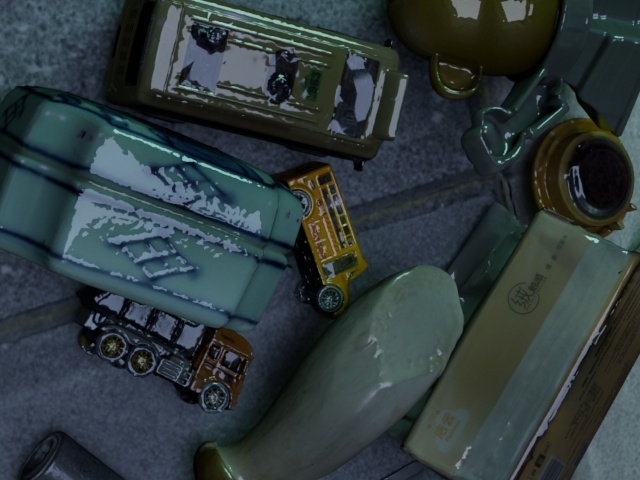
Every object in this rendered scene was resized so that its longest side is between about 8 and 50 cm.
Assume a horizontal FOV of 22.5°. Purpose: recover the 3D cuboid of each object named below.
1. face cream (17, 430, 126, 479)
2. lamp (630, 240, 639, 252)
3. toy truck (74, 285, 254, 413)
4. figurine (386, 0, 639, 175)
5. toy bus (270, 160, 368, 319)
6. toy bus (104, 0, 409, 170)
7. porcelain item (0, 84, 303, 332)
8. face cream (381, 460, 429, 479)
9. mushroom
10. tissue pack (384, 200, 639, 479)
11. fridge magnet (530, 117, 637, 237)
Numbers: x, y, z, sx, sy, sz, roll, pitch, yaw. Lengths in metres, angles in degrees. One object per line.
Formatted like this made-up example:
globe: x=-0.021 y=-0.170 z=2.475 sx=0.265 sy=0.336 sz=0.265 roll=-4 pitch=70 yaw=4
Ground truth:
face cream: x=-0.188 y=0.307 z=1.679 sx=0.283 sy=0.073 sz=0.073 roll=42 pitch=81 yaw=-21
lamp: x=0.513 y=0.047 z=1.891 sx=0.283 sy=0.124 sz=0.203 roll=28 pitch=129 yaw=-32
toy truck: x=-0.163 y=0.104 z=1.657 sx=0.192 sy=0.083 sz=0.092 roll=30 pitch=81 yaw=-21
figurine: x=0.205 y=-0.240 z=1.710 sx=0.285 sy=0.167 sz=0.342 roll=5 pitch=52 yaw=-25
toy bus: x=0.000 y=0.000 z=1.714 sx=0.074 sy=0.069 sz=0.162 roll=-24 pitch=104 yaw=-18
toy bus: x=-0.057 y=-0.166 z=1.621 sx=0.289 sy=0.157 sz=0.139 roll=14 pitch=92 yaw=-22
porcelain item: x=-0.177 y=-0.036 z=1.526 sx=0.286 sy=0.281 sz=0.157 roll=22 pitch=90 yaw=-21
face cream: x=0.114 y=0.372 z=1.820 sx=0.114 sy=0.070 sz=0.224 roll=-28 pitch=98 yaw=-16
mushroom: x=0.014 y=0.165 z=1.682 sx=0.350 sy=0.128 sz=0.128 roll=-42 pitch=111 yaw=7
tissue pack: x=0.208 y=0.127 z=1.761 sx=0.238 sy=0.238 sz=0.305 roll=32 pitch=85 yaw=-22
fridge magnet: x=0.300 y=-0.068 z=1.823 sx=0.143 sy=0.063 sz=0.143 roll=1 pitch=89 yaw=-30
